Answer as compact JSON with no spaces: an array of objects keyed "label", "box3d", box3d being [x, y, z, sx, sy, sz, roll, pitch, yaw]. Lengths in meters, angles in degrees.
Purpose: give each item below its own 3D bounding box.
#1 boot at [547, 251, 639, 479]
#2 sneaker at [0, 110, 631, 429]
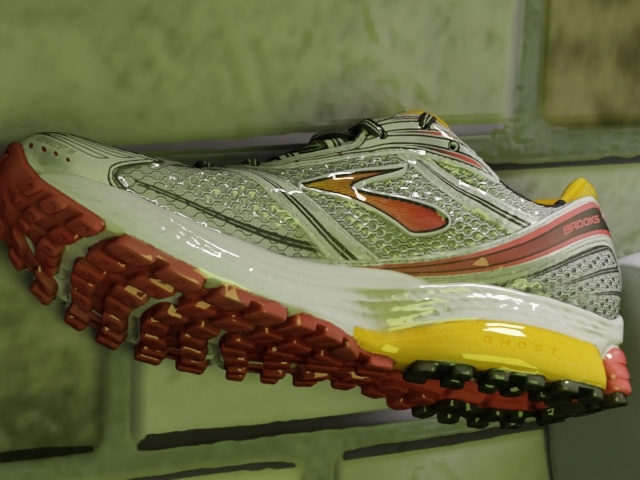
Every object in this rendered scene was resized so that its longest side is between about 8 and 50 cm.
[{"label":"boot","box3d":[0.167,0.106,0.728,0.123,0.095,0.258,-23,121,-29]},{"label":"sneaker","box3d":[0.000,0.000,0.616,0.225,0.088,0.093,14,69,-27]}]
